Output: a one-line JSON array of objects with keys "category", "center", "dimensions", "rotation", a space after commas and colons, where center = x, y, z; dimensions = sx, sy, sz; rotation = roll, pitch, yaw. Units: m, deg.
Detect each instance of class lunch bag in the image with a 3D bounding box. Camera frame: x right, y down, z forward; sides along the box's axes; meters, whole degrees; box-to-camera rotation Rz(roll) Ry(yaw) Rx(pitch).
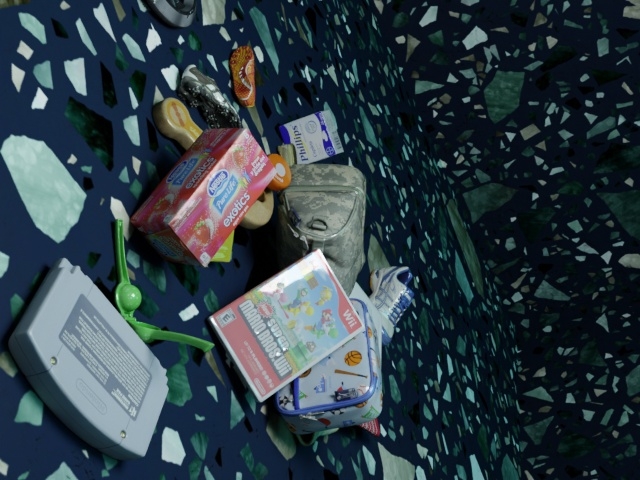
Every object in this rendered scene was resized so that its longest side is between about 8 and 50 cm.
[{"category": "lunch bag", "center": [0.000, 0.000, 1.934], "dimensions": [0.256, 0.213, 0.305], "rotation": [-87, 178, -46]}, {"category": "lunch bag", "center": [0.009, 0.278, 1.817], "dimensions": [0.303, 0.243, 0.115], "rotation": [-91, 166, -45]}]

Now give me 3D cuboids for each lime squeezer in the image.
[{"category": "lime squeezer", "center": [-0.305, 0.102, 1.401], "dimensions": [0.059, 0.110, 0.310], "rotation": [-2, 45, -51]}]

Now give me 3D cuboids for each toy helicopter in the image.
[{"category": "toy helicopter", "center": [-0.231, -0.155, 1.767], "dimensions": [0.355, 0.140, 0.235], "rotation": [46, 42, -29]}]

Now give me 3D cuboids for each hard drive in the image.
[{"category": "hard drive", "center": [0.077, 0.194, 2.193], "dimensions": [0.318, 0.040, 0.210], "rotation": [52, 31, -40]}]

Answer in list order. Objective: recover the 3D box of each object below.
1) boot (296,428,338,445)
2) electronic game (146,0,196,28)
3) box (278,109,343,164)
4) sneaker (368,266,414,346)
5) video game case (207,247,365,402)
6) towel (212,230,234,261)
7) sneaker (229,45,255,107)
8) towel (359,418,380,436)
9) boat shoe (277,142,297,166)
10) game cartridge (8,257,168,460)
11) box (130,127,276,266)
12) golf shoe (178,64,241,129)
[{"category": "boot", "center": [-0.018, 0.356, 1.909], "dimensions": [0.165, 0.077, 0.213], "rotation": [-1, 82, -67]}, {"category": "electronic game", "center": [-0.351, -0.586, 1.847], "dimensions": [0.229, 0.048, 0.229], "rotation": [46, 35, -47]}, {"category": "box", "center": [-0.025, -0.278, 2.273], "dimensions": [0.072, 0.137, 0.126], "rotation": [-33, 105, -66]}, {"category": "sneaker", "center": [0.218, 0.187, 2.523], "dimensions": [0.112, 0.131, 0.296], "rotation": [56, 29, -40]}, {"category": "video game case", "center": [-0.066, 0.173, 1.715], "dimensions": [0.285, 0.025, 0.204], "rotation": [-32, 95, -24]}, {"category": "towel", "center": [-0.209, -0.074, 1.682], "dimensions": [0.102, 0.021, 0.237], "rotation": [5, 94, -41]}, {"category": "sneaker", "center": [-0.196, -0.416, 2.097], "dimensions": [0.067, 0.064, 0.175], "rotation": [73, 15, -65]}, {"category": "towel", "center": [0.084, 0.389, 2.119], "dimensions": [0.275, 0.031, 0.198], "rotation": [47, 25, -59]}, {"category": "boat shoe", "center": [-0.087, -0.184, 2.197], "dimensions": [0.056, 0.048, 0.153], "rotation": [38, 46, -74]}, {"category": "game cartridge", "center": [-0.351, 0.195, 1.277], "dimensions": [0.297, 0.062, 0.198], "rotation": [59, 30, -31]}, {"category": "box", "center": [-0.218, -0.086, 1.559], "dimensions": [0.257, 0.128, 0.122], "rotation": [-55, 130, -26]}, {"category": "golf shoe", "center": [-0.243, -0.323, 1.876], "dimensions": [0.198, 0.077, 0.094], "rotation": [45, 34, -51]}]
